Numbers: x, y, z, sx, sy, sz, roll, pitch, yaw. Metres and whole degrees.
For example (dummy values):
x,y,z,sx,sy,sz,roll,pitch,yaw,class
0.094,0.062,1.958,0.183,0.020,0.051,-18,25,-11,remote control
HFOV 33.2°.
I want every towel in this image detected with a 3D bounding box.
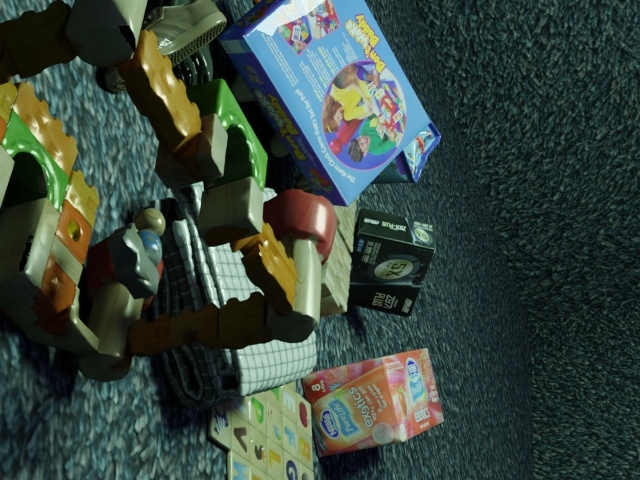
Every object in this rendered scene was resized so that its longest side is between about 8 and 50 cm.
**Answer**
x,y,z,sx,sy,sz,roll,pitch,yaw,class
-0.128,0.067,1.409,0.235,0.121,0.283,-2,74,-65,towel

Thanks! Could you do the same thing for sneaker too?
x,y,z,sx,sy,sz,roll,pitch,yaw,class
-0.214,-0.261,1.400,0.071,0.188,0.066,51,-25,8,sneaker
-0.219,-0.326,1.501,0.130,0.109,0.286,-73,153,-75,sneaker

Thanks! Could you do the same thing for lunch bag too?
x,y,z,sx,sy,sz,roll,pitch,yaw,class
0.056,-0.252,2.021,0.293,0.221,0.138,57,49,-35,lunch bag

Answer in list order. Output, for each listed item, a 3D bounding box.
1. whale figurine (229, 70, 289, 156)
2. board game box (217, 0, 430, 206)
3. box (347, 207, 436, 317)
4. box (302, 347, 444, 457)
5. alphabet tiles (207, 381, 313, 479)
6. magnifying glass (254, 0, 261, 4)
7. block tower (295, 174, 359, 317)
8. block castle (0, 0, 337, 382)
x,y,z,sx,sy,sz,roll,pitch,yaw,class
-0.062,-0.251,1.865,0.272,0.141,0.216,18,86,-44,whale figurine
0.015,-0.263,1.783,0.233,0.078,0.347,-46,121,-23,board game box
0.121,0.043,2.006,0.077,0.147,0.180,-82,-173,-50,box
0.097,0.277,1.866,0.300,0.154,0.142,7,69,-69,box
-0.081,0.261,1.569,0.342,0.011,0.285,51,30,-53,alphabet tiles
-0.071,-0.384,2.078,0.231,0.026,0.092,57,26,-42,magnifying glass
0.000,0.000,1.887,0.335,0.097,0.091,-80,150,-49,block tower
-0.195,-0.081,1.027,0.453,0.303,0.213,59,23,-43,block castle
